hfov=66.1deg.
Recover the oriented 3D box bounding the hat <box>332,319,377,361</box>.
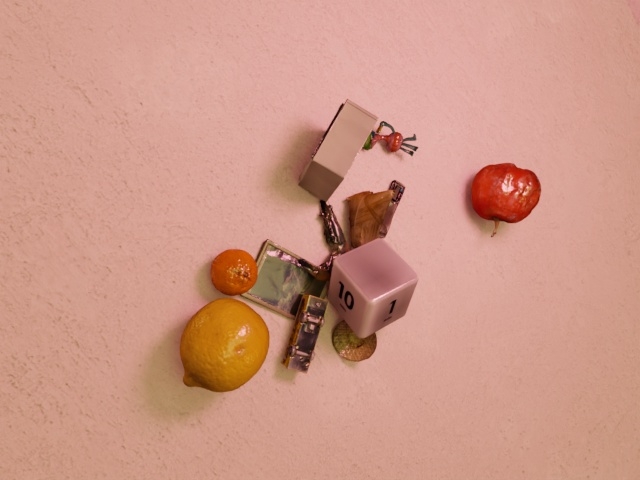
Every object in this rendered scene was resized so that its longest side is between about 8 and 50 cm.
[{"bbox_3d":[0.114,0.308,1.576,0.145,0.067,0.146,2,100,13],"label":"hat"}]

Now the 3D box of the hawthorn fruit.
[{"bbox_3d":[0.661,-0.142,1.790,0.241,0.242,0.272,26,84,-22],"label":"hawthorn fruit"}]

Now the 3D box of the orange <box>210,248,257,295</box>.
[{"bbox_3d":[-0.241,0.088,1.388,0.135,0.117,0.136,8,73,-27],"label":"orange"}]

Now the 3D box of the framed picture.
[{"bbox_3d":[-0.097,0.135,1.509,0.259,0.023,0.189,30,76,-21],"label":"framed picture"}]

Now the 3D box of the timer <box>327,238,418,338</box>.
[{"bbox_3d":[0.154,0.144,1.493,0.194,0.195,0.192,-24,54,-25],"label":"timer"}]

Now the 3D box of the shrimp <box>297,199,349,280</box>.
[{"bbox_3d":[0.000,0.000,1.534,0.198,0.051,0.262,-16,91,-39],"label":"shrimp"}]

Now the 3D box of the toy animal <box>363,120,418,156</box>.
[{"bbox_3d":[0.232,-0.347,1.666,0.208,0.100,0.103,9,120,-13],"label":"toy animal"}]

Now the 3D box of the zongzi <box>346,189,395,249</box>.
[{"bbox_3d":[0.170,-0.066,1.558,0.099,0.197,0.195,-3,90,-36],"label":"zongzi"}]

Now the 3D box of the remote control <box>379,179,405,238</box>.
[{"bbox_3d":[0.235,-0.108,1.685,0.059,0.028,0.212,29,73,-22],"label":"remote control"}]

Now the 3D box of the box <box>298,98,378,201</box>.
[{"bbox_3d":[0.044,-0.267,1.487,0.117,0.225,0.225,31,73,-4],"label":"box"}]

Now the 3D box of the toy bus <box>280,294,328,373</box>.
[{"bbox_3d":[-0.048,0.277,1.475,0.081,0.074,0.226,19,84,-24],"label":"toy bus"}]

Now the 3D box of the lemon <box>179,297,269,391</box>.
[{"bbox_3d":[-0.256,0.283,1.303,0.228,0.228,0.254,33,69,-20],"label":"lemon"}]
